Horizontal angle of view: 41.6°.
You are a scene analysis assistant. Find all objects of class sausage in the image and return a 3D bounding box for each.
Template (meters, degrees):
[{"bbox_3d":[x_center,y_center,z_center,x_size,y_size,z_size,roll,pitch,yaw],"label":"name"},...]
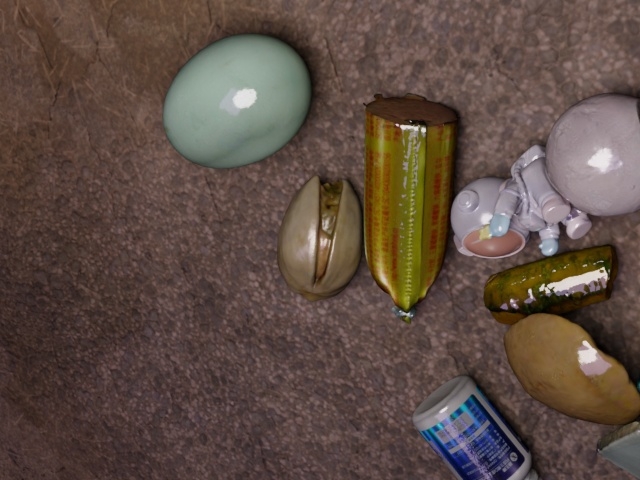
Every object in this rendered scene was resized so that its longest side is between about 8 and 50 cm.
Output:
[{"bbox_3d":[0.118,-0.027,1.109,0.125,0.117,0.317,-139,43,-59],"label":"sausage"}]

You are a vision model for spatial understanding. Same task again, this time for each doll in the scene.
[{"bbox_3d":[0.273,-0.064,1.014,0.287,0.151,0.151,-31,94,38],"label":"doll"}]

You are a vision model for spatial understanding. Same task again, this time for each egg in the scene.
[{"bbox_3d":[-0.115,-0.184,1.135,0.231,0.168,0.168,-24,97,34],"label":"egg"}]

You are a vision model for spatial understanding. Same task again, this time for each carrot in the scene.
[{"bbox_3d":[0.297,0.060,1.076,0.173,0.082,0.082,-16,101,30],"label":"carrot"}]

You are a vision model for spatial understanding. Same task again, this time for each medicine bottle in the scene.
[{"bbox_3d":[0.225,0.293,1.184,0.107,0.107,0.191,-39,89,32],"label":"medicine bottle"}]

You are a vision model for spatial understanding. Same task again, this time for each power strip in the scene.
[{"bbox_3d":[0.463,0.277,1.047,0.198,0.064,0.213,32,164,12],"label":"power strip"}]

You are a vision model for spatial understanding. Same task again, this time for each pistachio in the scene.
[{"bbox_3d":[0.000,0.000,1.187,0.125,0.124,0.184,15,99,21],"label":"pistachio"}]

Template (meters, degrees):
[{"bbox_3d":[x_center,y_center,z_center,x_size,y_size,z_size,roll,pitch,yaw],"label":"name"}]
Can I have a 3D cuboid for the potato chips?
[{"bbox_3d":[0.303,0.175,1.062,0.208,0.062,0.195,14,145,54],"label":"potato chips"}]

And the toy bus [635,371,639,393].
[{"bbox_3d":[0.517,0.185,0.987,0.256,0.128,0.147,34,123,14],"label":"toy bus"}]
